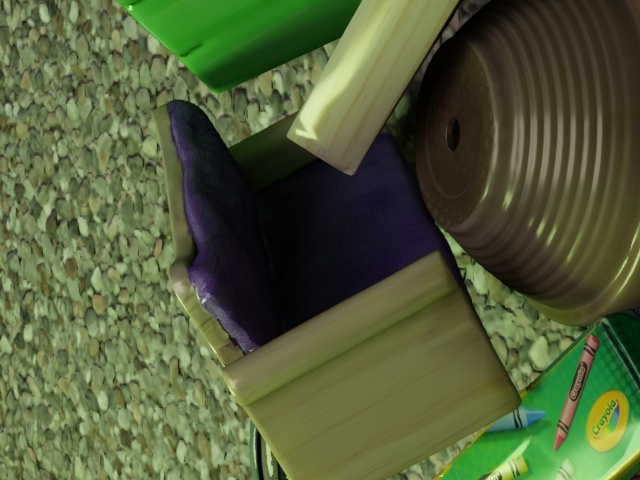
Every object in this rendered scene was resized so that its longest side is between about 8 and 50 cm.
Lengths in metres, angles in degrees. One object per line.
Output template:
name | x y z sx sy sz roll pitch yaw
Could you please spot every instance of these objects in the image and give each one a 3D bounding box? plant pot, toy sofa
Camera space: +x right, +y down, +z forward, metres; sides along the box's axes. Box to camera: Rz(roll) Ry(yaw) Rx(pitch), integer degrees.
plant pot | 0.130 -0.064 1.176 0.237 0.110 0.237 180 90 -68
toy sofa | 0.000 0.000 1.272 0.177 0.150 0.362 61 -175 -22

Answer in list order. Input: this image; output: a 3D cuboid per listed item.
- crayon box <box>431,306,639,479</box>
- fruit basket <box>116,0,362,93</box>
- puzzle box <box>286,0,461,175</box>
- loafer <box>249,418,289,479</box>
crayon box | 0.179 0.141 1.228 0.278 0.165 0.081 -52 58 43
fruit basket | -0.044 -0.335 1.336 0.283 0.392 0.392 54 135 31
puzzle box | 0.125 -0.253 1.153 0.052 0.272 0.409 32 132 0
loafer | 0.004 0.116 1.511 0.084 0.096 0.267 14 107 44
